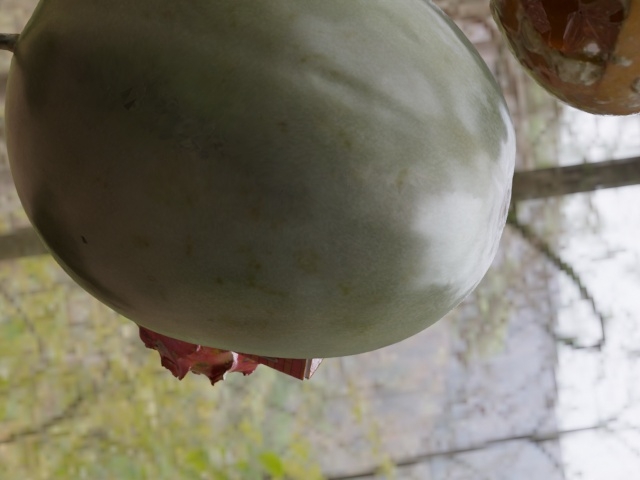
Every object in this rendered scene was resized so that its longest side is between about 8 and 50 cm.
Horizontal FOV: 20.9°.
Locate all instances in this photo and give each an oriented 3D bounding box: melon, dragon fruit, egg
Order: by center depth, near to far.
[{"bbox_3d":[-0.041,-0.059,1.002,0.308,0.272,0.272,43,-12,15],"label":"melon"},{"bbox_3d":[0.225,-0.195,1.332,0.233,0.195,0.195,84,-1,-45],"label":"egg"},{"bbox_3d":[-0.115,0.061,2.092,0.205,0.210,0.268,47,16,8],"label":"dragon fruit"}]

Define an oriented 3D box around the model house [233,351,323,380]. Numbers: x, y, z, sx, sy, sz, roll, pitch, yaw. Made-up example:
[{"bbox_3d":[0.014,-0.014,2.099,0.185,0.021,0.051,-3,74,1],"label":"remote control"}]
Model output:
[{"bbox_3d":[-0.001,-0.001,1.479,0.294,0.207,0.154,100,-28,-47],"label":"model house"}]
